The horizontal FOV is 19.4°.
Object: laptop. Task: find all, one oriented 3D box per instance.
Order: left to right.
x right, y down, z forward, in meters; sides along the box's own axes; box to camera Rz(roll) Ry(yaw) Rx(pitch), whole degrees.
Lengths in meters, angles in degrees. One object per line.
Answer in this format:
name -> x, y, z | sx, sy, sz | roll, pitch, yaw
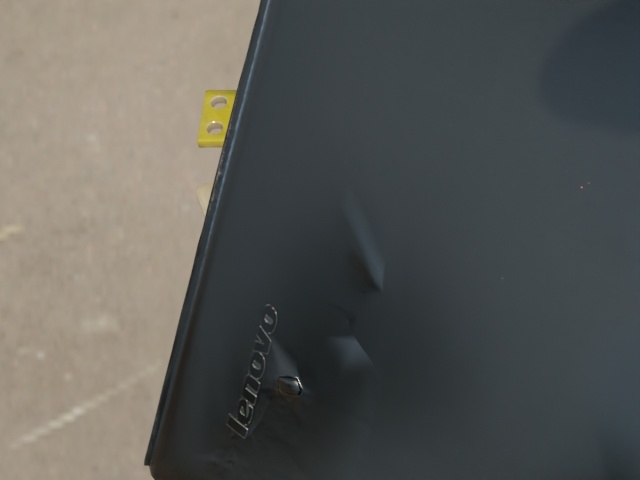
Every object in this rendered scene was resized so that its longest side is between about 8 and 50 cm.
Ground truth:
laptop -> 0.179, 0.002, 0.959 | 0.408, 0.382, 0.236 | 4, 19, -35

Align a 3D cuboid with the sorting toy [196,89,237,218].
sorting toy -> 0.000, 0.000, 1.207 | 0.132, 0.046, 0.274 | -18, 52, -7
